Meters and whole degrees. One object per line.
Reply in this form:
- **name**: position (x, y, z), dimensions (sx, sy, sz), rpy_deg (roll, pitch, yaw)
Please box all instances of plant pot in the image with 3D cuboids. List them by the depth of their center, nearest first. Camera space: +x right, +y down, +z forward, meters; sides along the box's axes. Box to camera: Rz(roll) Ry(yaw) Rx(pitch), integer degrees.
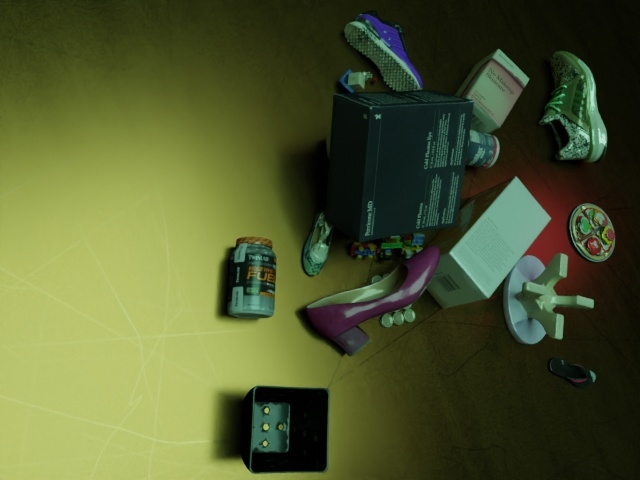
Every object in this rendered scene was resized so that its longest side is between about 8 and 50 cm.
- **plant pot**: position (-0.098, 0.439, 1.565), dimensions (0.188, 0.167, 0.187), rpy_deg (7, 75, -23)

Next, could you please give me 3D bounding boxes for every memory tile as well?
- **memory tile**: position (0.201, 0.164, 1.859), dimensions (0.113, 0.012, 0.148), rpy_deg (-10, 83, -27)

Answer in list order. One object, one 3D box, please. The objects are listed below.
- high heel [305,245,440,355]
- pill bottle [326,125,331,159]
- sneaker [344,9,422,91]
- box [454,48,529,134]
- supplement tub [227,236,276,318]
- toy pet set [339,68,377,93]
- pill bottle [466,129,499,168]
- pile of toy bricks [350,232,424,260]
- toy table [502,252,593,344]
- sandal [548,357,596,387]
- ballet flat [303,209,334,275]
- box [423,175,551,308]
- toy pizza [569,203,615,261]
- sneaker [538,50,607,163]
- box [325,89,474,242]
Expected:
- **high heel**: position (0.143, 0.116, 1.732), dimensions (0.377, 0.127, 0.181), rpy_deg (-47, 108, -8)
- **pill bottle**: position (0.170, -0.274, 1.866), dimensions (0.283, 0.161, 0.161), rpy_deg (-9, 81, -27)
- **sneaker**: position (0.220, -0.574, 1.996), dimensions (0.293, 0.102, 0.146), rpy_deg (45, 63, -9)
- **box**: position (0.524, -0.457, 2.097), dimensions (0.148, 0.127, 0.232), rpy_deg (40, 65, -11)
- **supplement tub**: position (-0.168, 0.092, 1.644), dimensions (0.117, 0.117, 0.190), rpy_deg (7, 75, -24)
- **toy pet set**: position (0.108, -0.438, 1.949), dimensions (0.114, 0.065, 0.122), rpy_deg (28, 66, -55)
- **pill bottle**: position (0.440, -0.285, 2.026), dimensions (0.180, 0.108, 0.108), rpy_deg (9, 74, -22)
- **pile of toy bricks**: position (0.184, -0.017, 1.857), dimensions (0.212, 0.118, 0.105), rpy_deg (-1, 38, -14)
- **toy table**: position (0.663, 0.168, 1.992), dimensions (0.252, 0.161, 0.274), rpy_deg (3, 77, -24)
- **sandal**: position (0.783, 0.408, 2.055), dimensions (0.179, 0.040, 0.067), rpy_deg (22, 69, -19)
- **ballet flat**: position (0.000, 0.000, 1.775), dimensions (0.070, 0.070, 0.188), rpy_deg (17, 71, -21)
- **box**: position (0.453, 0.008, 1.900), dimensions (0.168, 0.215, 0.345), rpy_deg (49, 63, -6)
- **toy pizza**: position (0.916, -0.029, 2.229), dimensions (0.201, 0.032, 0.201), rpy_deg (6, 75, -24)
- **sneaker**: position (0.818, -0.446, 2.236), dimensions (0.182, 0.158, 0.410), rpy_deg (-10, 77, -9)
- **box**: position (0.195, -0.199, 1.702), dimensions (0.312, 0.179, 0.343), rpy_deg (-9, 115, -29)
